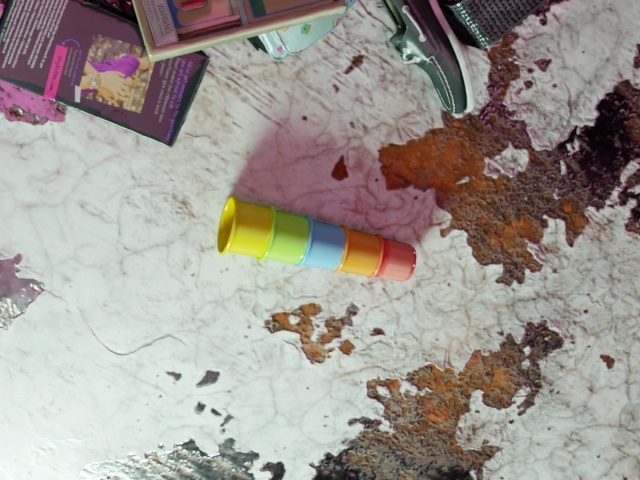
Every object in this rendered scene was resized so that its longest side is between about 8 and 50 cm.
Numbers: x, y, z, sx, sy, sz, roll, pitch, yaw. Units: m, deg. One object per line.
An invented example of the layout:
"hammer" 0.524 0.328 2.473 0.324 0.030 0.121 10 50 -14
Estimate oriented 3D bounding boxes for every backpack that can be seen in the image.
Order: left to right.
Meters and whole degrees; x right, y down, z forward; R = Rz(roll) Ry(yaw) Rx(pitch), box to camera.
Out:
"backpack" -0.034 -0.369 1.412 0.188 0.144 0.166 -41 127 -10

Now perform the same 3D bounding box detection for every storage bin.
"storage bin" 0.275 -0.381 1.495 0.180 0.122 0.084 -39 110 1

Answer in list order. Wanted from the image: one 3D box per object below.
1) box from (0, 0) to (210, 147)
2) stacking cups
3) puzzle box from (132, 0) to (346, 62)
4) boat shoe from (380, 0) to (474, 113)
"box" -0.309 -0.254 1.375 0.270 0.165 0.143 22 100 -19
"stacking cups" 0.000 0.000 1.571 0.316 0.096 0.096 9 104 -19
"puzzle box" -0.146 -0.461 1.280 0.272 0.052 0.408 -17 94 -9
"boat shoe" 0.143 -0.321 1.495 0.091 0.114 0.302 -25 98 -6
